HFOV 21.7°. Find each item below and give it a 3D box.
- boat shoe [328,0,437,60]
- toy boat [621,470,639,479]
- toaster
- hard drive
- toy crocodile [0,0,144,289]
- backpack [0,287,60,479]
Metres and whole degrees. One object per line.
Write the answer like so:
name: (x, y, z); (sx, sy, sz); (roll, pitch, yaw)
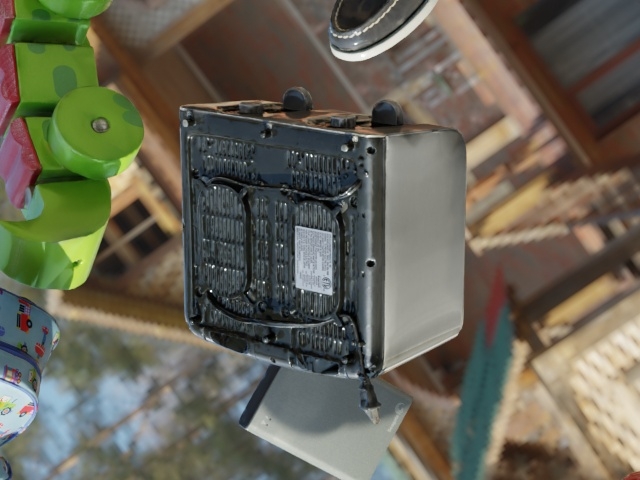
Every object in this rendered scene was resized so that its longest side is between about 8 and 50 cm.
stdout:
boat shoe: (0.039, -0.132, 0.709); (0.046, 0.125, 0.038); (26, 161, 41)
toy boat: (0.346, 0.383, 1.680); (0.267, 0.148, 0.318); (47, -153, -59)
toaster: (0.000, 0.000, 1.074); (0.110, 0.168, 0.185); (-17, -69, -48)
hard drive: (0.006, 0.147, 1.443); (0.135, 0.094, 0.022); (31, 175, -29)
toy crocodile: (-0.202, -0.116, 1.219); (0.105, 0.115, 0.340); (2, -120, -24)
backpack: (-0.257, 0.101, 1.093); (0.158, 0.173, 0.117); (36, -145, -49)
